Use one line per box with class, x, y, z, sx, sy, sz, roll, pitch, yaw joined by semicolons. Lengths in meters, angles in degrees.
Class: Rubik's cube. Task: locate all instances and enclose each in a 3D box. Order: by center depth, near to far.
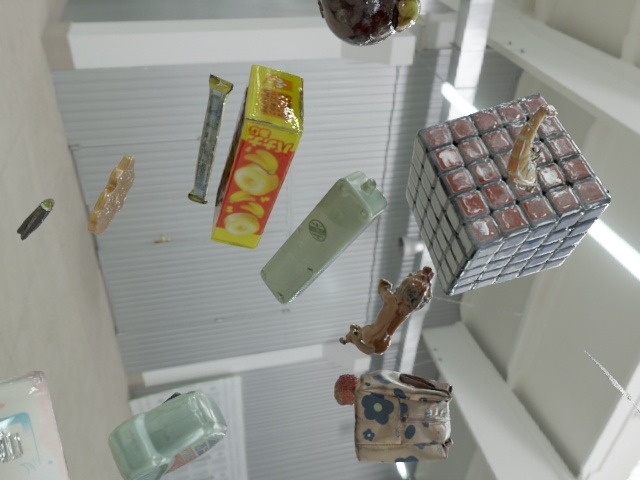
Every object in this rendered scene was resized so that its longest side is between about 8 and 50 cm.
Rubik's cube;0.299;-0.069;0.972;0.237;0.237;0.238;87;-14;-63

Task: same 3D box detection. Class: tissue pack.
tissue pack;-0.461;0.294;0.674;0.124;0.271;0.201;-28;-103;47

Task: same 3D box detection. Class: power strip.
power strip;0.000;0.000;1.056;0.091;0.062;0.385;52;-43;9

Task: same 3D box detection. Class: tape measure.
tape measure;-0.325;0.413;1.182;0.125;0.246;0.243;56;-21;19

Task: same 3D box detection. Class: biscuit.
biscuit;-0.223;-0.188;1.113;0.026;0.048;0.292;-76;-173;-51
biscuit;-0.423;-0.089;1.140;0.133;0.027;0.184;130;-20;-69

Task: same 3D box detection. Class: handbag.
handbag;0.182;0.372;1.184;0.251;0.193;0.190;38;52;-72

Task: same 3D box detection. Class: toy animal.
toy animal;0.164;0.175;1.322;0.312;0.097;0.157;-57;-169;17

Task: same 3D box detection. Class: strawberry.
strawberry;0.075;0.377;1.418;0.096;0.083;0.083;148;-64;-62

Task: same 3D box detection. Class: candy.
candy;-0.106;-0.126;0.912;0.276;0.088;0.146;118;-23;-47

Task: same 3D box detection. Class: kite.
kite;0.610;0.308;1.114;0.229;0.016;0.127;51;17;14

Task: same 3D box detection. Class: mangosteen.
mangosteen;0.097;-0.428;0.936;0.192;0.217;0.192;-7;90;-79

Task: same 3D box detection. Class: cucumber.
cucumber;-0.679;-0.051;1.339;0.033;0.135;0.034;51;25;0

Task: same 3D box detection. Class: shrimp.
shrimp;0.228;-0.093;0.600;0.091;0.025;0.127;-62;152;-6
